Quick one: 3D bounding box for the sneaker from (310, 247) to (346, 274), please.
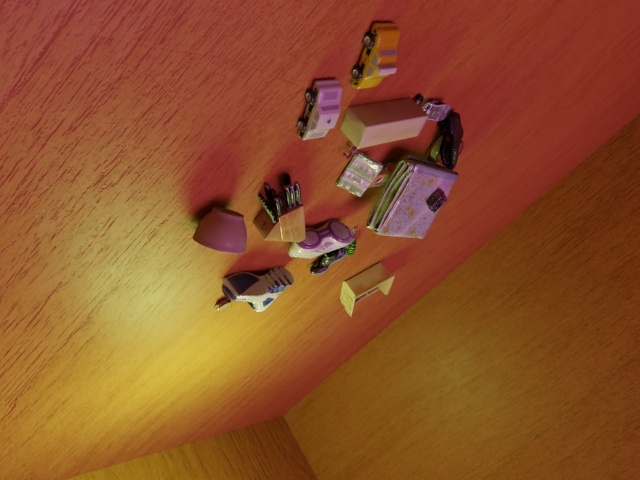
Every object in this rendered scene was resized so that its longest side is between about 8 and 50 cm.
[{"bbox_3d":[0.026,0.081,2.067,0.188,0.067,0.078,-36,133,3],"label":"sneaker"}]

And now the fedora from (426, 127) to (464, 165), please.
[{"bbox_3d":[0.527,-0.371,1.893,0.194,0.079,0.194,-28,153,-15],"label":"fedora"}]

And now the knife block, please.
[{"bbox_3d":[-0.101,-0.109,1.550,0.275,0.088,0.242,4,134,-53],"label":"knife block"}]

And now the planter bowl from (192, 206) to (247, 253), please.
[{"bbox_3d":[-0.291,-0.038,1.387,0.162,0.162,0.109,5,106,-54],"label":"planter bowl"}]

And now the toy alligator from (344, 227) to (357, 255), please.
[{"bbox_3d":[0.144,0.019,2.102,0.056,0.051,0.190,-20,150,-30],"label":"toy alligator"}]

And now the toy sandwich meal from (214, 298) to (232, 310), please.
[{"bbox_3d":[-0.393,0.267,1.884,0.085,0.029,0.086,-28,153,-16],"label":"toy sandwich meal"}]

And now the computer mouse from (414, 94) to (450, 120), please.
[{"bbox_3d":[0.375,-0.456,1.614,0.192,0.042,0.106,-8,138,-36],"label":"computer mouse"}]

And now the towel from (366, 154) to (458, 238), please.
[{"bbox_3d":[0.372,-0.163,1.844,0.374,0.090,0.321,4,122,-45],"label":"towel"}]

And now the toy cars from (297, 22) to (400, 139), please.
[{"bbox_3d":[0.085,-0.415,1.270,0.393,0.087,0.176,-42,153,11],"label":"toy cars"}]

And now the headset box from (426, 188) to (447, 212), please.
[{"bbox_3d":[0.465,-0.161,1.834,0.083,0.032,0.062,-47,143,0],"label":"headset box"}]

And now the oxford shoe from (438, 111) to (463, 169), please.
[{"bbox_3d":[0.517,-0.383,1.784,0.096,0.082,0.227,-27,128,-26],"label":"oxford shoe"}]

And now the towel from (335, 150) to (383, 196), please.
[{"bbox_3d":[0.138,-0.232,1.641,0.113,0.023,0.152,26,123,-15],"label":"towel"}]

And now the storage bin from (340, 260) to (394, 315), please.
[{"bbox_3d":[0.253,0.274,2.581,0.262,0.123,0.260,-28,152,-18],"label":"storage bin"}]

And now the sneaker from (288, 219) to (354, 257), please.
[{"bbox_3d":[0.000,0.000,1.865,0.305,0.114,0.152,-10,157,-36],"label":"sneaker"}]

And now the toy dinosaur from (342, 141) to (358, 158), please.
[{"bbox_3d":[0.111,-0.303,1.517,0.047,0.090,0.082,33,78,-47],"label":"toy dinosaur"}]

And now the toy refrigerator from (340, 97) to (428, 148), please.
[{"bbox_3d":[0.204,-0.374,1.469,0.269,0.102,0.094,-19,149,-33],"label":"toy refrigerator"}]

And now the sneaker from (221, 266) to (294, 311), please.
[{"bbox_3d":[-0.260,0.220,1.857,0.315,0.127,0.182,-6,139,-49],"label":"sneaker"}]

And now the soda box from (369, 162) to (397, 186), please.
[{"bbox_3d":[0.220,-0.247,1.743,0.181,0.061,0.058,-13,145,-40],"label":"soda box"}]
